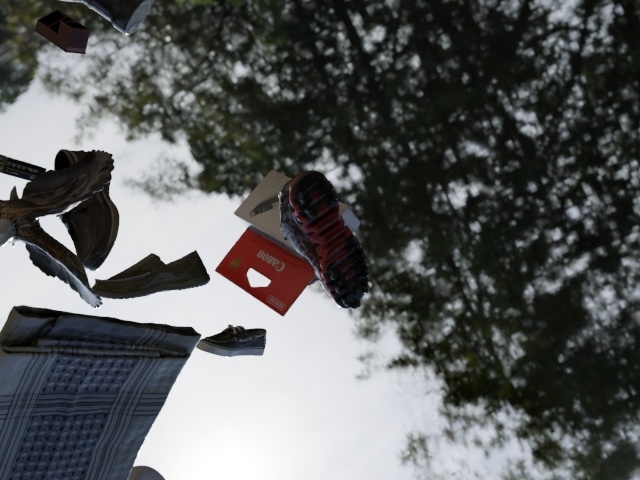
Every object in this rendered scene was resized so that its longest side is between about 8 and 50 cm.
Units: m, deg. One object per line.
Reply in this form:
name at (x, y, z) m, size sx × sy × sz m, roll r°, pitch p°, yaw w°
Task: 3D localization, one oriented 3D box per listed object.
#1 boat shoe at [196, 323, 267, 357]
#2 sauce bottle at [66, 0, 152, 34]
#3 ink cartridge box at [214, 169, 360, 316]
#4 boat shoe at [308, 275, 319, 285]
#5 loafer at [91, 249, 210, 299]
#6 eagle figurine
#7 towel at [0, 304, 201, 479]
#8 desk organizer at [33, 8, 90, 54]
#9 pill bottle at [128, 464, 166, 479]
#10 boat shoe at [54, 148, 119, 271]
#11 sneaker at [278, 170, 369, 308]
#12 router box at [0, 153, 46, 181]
boat shoe at (-0.207, 0.231, 2.314) m, size 0.077 × 0.070 × 0.219 m, roll 17°, pitch -174°, yaw 34°
sauce bottle at (-0.404, -0.431, 1.450) m, size 0.111 × 0.344 × 0.111 m, roll -56°, pitch -179°, yaw 1°
ink cartridge box at (-0.093, -0.003, 2.128) m, size 0.261 × 0.066 × 0.296 m, roll -50°, pitch -140°, yaw -10°
boat shoe at (-0.031, 0.078, 2.414) m, size 0.178 × 0.064 × 0.060 m, roll -20°, pitch 165°, yaw -26°
loafer at (-0.360, 0.071, 2.072) m, size 0.251 × 0.087 × 0.094 m, roll -9°, pitch -179°, yaw -19°
eagle figurine at (-0.453, -0.025, 1.567) m, size 0.298 × 0.226 × 0.225 m, roll 6°, pitch -128°, yaw 9°
towel at (-0.351, 0.244, 1.400) m, size 0.056 × 0.312 × 0.324 m, roll 44°, pitch -67°, yaw 44°
desk organizer at (-0.508, -0.413, 1.938) m, size 0.047 × 0.050 × 0.130 m, roll -5°, pitch -149°, yaw -46°
pill bottle at (-0.465, 0.554, 1.847) m, size 0.362 × 0.210 × 0.210 m, roll -15°, pitch -154°, yaw 17°
boat shoe at (-0.531, -0.071, 2.153) m, size 0.132 × 0.130 × 0.355 m, roll -53°, pitch -144°, yaw 26°
sneaker at (0.000, 0.000, 1.821) m, size 0.097 × 0.276 × 0.135 m, roll -33°, pitch -162°, yaw -26°
router box at (-0.663, -0.158, 2.152) m, size 0.122 × 0.092 × 0.038 m, roll 17°, pitch -90°, yaw 56°
